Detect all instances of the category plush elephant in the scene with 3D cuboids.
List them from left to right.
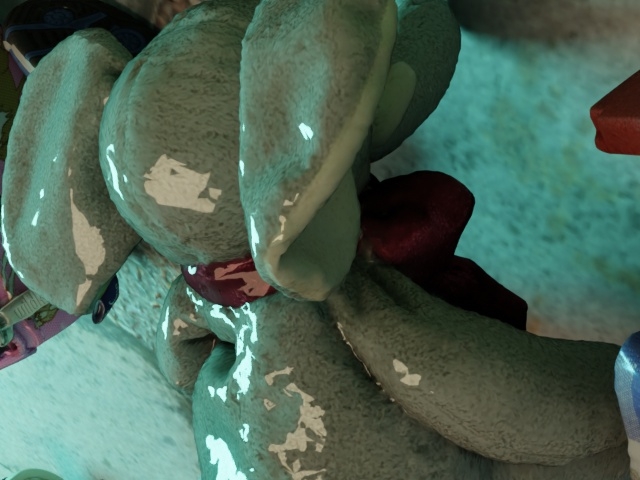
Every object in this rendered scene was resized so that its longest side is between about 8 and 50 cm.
[{"bbox_3d":[0.000,0.000,0.585,0.272,0.330,0.255,7,108,46],"label":"plush elephant"}]

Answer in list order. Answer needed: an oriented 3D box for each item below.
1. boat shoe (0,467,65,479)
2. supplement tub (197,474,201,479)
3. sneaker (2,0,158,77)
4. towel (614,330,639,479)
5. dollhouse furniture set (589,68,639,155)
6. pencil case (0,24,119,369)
[{"bbox_3d":[-0.237,0.349,1.266,0.113,0.127,0.340,-6,130,35],"label":"boat shoe"},{"bbox_3d":[0.038,0.277,0.819,0.235,0.235,0.324,25,139,28],"label":"supplement tub"},{"bbox_3d":[-0.103,-0.062,0.769,0.211,0.080,0.081,39,142,11],"label":"sneaker"},{"bbox_3d":[0.189,0.166,0.501,0.209,0.034,0.285,49,168,36],"label":"towel"},{"bbox_3d":[0.239,0.016,0.298,0.201,0.152,0.374,56,172,-14],"label":"dollhouse furniture set"},{"bbox_3d":[-0.252,-0.098,0.822,0.167,0.160,0.386,9,129,34],"label":"pencil case"}]
